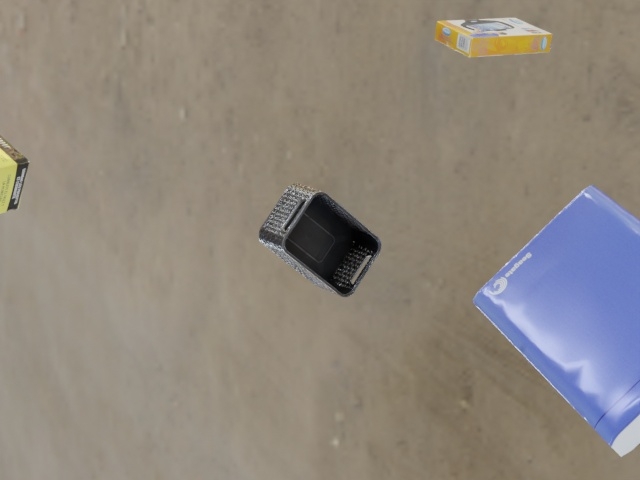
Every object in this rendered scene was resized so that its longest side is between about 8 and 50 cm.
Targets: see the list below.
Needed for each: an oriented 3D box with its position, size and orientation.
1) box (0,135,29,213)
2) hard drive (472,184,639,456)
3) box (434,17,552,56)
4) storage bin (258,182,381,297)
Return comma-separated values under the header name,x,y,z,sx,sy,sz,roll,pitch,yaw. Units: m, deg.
name,x,y,z,sx,sy,sz,roll,pitch,yaw
box,-0.351,-0.040,1.043,0.087,0.232,0.058,39,127,25
hard drive,0.329,0.080,1.523,0.210,0.040,0.319,-44,34,3
box,0.220,-0.252,1.631,0.081,0.136,0.028,40,133,53
storage bin,0.000,0.000,2.238,0.122,0.180,0.084,-56,33,-8
